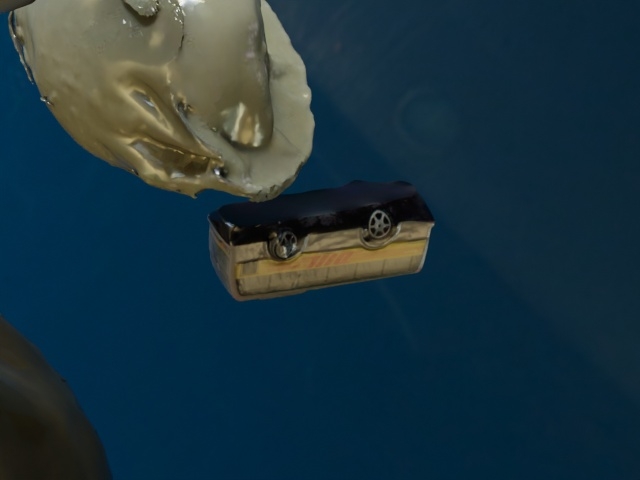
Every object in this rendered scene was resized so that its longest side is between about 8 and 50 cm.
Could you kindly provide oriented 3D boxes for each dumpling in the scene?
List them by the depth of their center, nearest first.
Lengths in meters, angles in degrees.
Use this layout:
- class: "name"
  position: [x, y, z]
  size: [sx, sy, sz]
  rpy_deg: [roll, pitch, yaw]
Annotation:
- class: "dumpling"
  position: [-0.089, -0.127, 0.915]
  size: [0.247, 0.172, 0.142]
  rpy_deg: [50, -48, 15]

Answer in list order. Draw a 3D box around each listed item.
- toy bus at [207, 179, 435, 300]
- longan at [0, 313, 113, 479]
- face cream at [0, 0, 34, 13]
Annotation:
- class: "toy bus"
  position: [0.000, 0.000, 1.097]
  size: [0.172, 0.057, 0.072]
  rpy_deg: [-9, -56, -24]
- class: "longan"
  position: [-0.337, 0.190, 0.973]
  size: [0.404, 0.404, 0.435]
  rpy_deg: [-30, -101, 40]
- class: "face cream"
  position: [-0.298, -0.200, 0.706]
  size: [0.420, 0.137, 0.234]
  rpy_deg: [3, -66, -7]
